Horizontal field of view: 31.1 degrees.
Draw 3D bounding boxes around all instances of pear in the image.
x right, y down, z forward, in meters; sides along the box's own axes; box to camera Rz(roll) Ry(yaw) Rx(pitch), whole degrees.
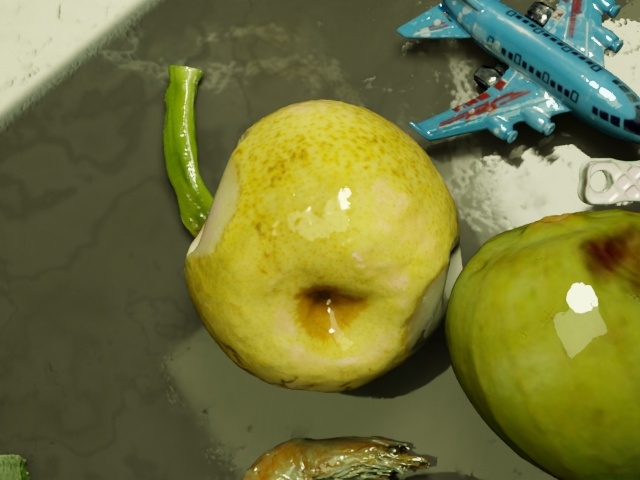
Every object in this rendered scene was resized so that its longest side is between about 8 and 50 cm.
[{"bbox_3d":[0.000,0.000,1.049,0.271,0.271,0.271,-2,81,13],"label":"pear"}]

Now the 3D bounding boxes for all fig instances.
[{"bbox_3d":[0.234,0.107,0.987,0.239,0.239,0.271,-17,94,10],"label":"fig"}]

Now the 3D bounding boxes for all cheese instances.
[{"bbox_3d":[0.341,-0.053,1.031,0.227,0.064,0.137,-1,105,-8],"label":"cheese"}]

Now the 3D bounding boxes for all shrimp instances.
[{"bbox_3d":[0.013,0.232,1.108,0.190,0.042,0.101,-13,53,8],"label":"shrimp"}]

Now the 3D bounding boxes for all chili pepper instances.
[{"bbox_3d":[-0.135,-0.087,1.202,0.052,0.050,0.202,-20,76,47],"label":"chili pepper"}]

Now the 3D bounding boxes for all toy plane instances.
[{"bbox_3d":[0.211,-0.172,1.100,0.271,0.105,0.254,41,93,15],"label":"toy plane"}]

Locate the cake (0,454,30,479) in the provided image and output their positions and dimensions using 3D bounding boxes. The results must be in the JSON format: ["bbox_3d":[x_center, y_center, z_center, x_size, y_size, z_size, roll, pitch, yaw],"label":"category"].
[{"bbox_3d":[-0.305,0.324,1.145,0.099,0.100,0.235,-37,75,6],"label":"cake"}]
